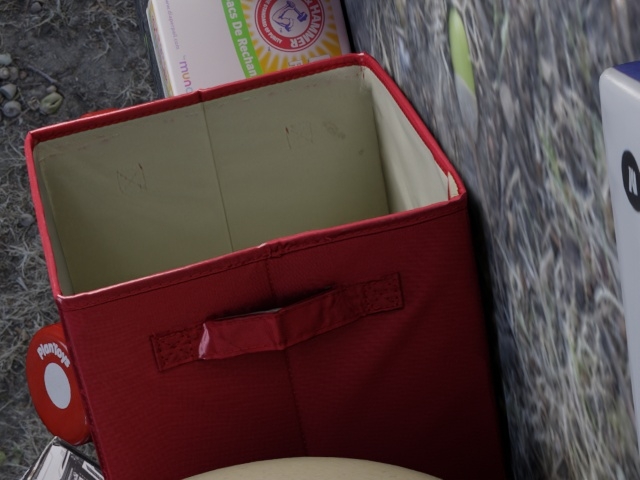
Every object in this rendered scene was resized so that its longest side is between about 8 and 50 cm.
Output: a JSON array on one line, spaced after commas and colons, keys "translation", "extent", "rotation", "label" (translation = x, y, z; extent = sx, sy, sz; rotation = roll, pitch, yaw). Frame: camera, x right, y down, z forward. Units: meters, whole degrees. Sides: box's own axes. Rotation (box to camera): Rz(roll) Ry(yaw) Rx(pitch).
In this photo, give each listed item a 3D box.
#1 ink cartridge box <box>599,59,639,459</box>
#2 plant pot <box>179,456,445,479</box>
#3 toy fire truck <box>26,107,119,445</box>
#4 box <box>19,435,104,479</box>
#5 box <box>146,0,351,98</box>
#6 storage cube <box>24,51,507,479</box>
[{"translation": [0.118, 0.088, 0.321], "extent": [0.223, 0.045, 0.224], "rotation": [-126, 24, -72], "label": "ink cartridge box"}, {"translation": [0.010, 0.196, 0.673], "extent": [0.191, 0.284, 0.284], "rotation": [-42, -53, -54], "label": "plant pot"}, {"translation": [-0.101, 0.049, 1.340], "extent": [0.302, 0.169, 0.254], "rotation": [26, 121, 45], "label": "toy fire truck"}, {"translation": [-0.091, 0.281, 1.041], "extent": [0.242, 0.307, 0.076], "rotation": [-51, 8, 44], "label": "box"}, {"translation": [-0.029, -0.055, 1.000], "extent": [0.114, 0.103, 0.203], "rotation": [-178, 75, -83], "label": "box"}, {"translation": [-0.026, 0.045, 0.835], "extent": [0.215, 0.183, 0.193], "rotation": [-118, 15, -62], "label": "storage cube"}]
